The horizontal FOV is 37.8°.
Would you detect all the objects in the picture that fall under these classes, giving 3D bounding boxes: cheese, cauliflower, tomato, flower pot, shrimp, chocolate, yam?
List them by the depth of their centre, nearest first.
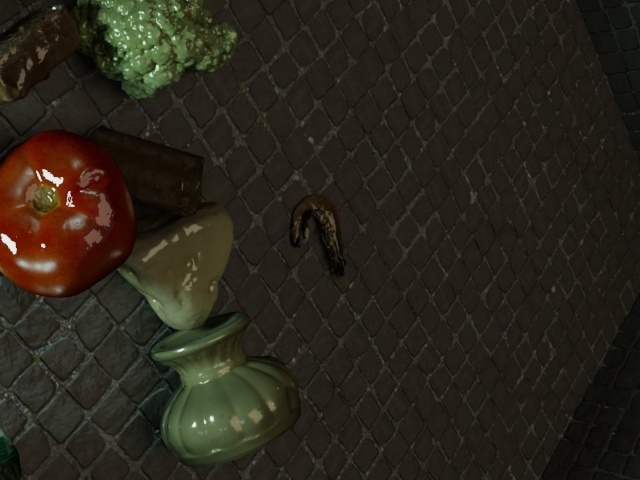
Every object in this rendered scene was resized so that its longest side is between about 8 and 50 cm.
[{"bbox_3d":[-0.467,-0.042,1.668,0.226,0.298,0.299,71,31,-79],"label":"tomato"},{"bbox_3d":[-0.529,-0.330,1.670,0.214,0.148,0.093,-47,128,-30],"label":"chocolate"},{"bbox_3d":[-0.335,-0.131,1.809,0.128,0.238,0.129,-65,168,-60],"label":"yam"},{"bbox_3d":[-0.319,-0.400,1.814,0.281,0.326,0.261,-74,177,-81],"label":"cauliflower"},{"bbox_3d":[-0.278,0.038,1.906,0.248,0.173,0.251,-42,118,-25],"label":"cheese"},{"bbox_3d":[-0.203,0.290,1.914,0.307,0.307,0.244,-28,102,-40],"label":"flower pot"},{"bbox_3d":[0.000,0.000,2.261,0.152,0.046,0.219,-27,106,-41],"label":"shrimp"}]

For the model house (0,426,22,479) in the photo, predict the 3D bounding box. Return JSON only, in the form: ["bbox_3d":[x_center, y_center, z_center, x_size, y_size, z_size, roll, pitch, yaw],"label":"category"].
[{"bbox_3d":[-0.636,0.485,1.539,0.298,0.243,0.284,-13,105,-31],"label":"model house"}]
